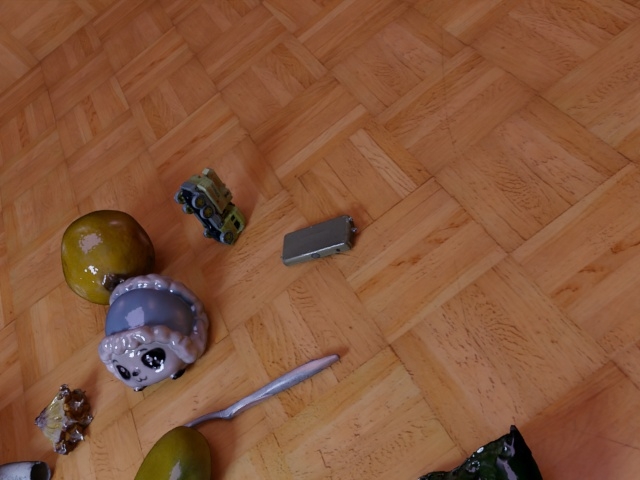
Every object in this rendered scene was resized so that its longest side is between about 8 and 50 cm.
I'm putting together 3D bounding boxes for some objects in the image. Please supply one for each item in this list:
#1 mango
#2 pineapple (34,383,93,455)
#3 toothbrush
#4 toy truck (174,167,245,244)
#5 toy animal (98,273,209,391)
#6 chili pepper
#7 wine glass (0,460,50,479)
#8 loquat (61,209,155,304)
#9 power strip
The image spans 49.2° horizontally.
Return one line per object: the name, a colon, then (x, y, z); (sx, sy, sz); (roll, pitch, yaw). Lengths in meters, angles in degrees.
mango: (-0.264, 0.429, 1.174); (0.137, 0.091, 0.237); (9, 62, 45)
pineapple: (-0.526, 0.367, 1.415); (0.116, 0.069, 0.137); (-17, 51, 22)
toothbrush: (-0.128, 0.285, 1.237); (0.375, 0.028, 0.037); (-30, 51, 12)
toy truck: (-0.225, -0.075, 1.487); (0.077, 0.169, 0.100); (15, 60, 43)
toy animal: (-0.344, 0.179, 1.378); (0.208, 0.156, 0.204); (-21, 44, 25)
chili pepper: (0.175, 0.366, 0.923); (0.264, 0.116, 0.148); (-28, 57, 14)
wine glass: (-0.651, 0.482, 1.413); (0.262, 0.074, 0.074); (-14, 50, 25)
loquat: (-0.462, 0.047, 1.527); (0.213, 0.213, 0.246); (-39, 39, 2)
power strip: (0.000, 0.000, 1.372); (0.169, 0.028, 0.076); (-16, 49, 26)
